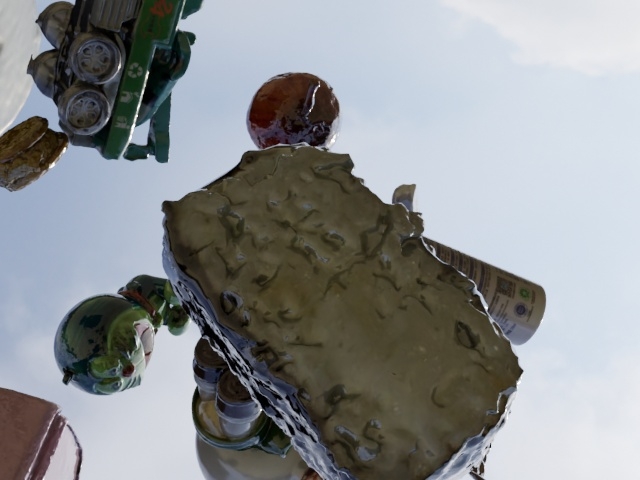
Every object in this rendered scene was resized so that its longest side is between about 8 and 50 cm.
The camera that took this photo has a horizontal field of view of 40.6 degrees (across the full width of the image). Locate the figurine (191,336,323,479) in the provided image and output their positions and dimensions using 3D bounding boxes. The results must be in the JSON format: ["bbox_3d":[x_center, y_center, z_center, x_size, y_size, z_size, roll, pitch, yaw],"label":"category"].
[{"bbox_3d":[-0.086,0.237,1.105,0.167,0.370,0.281,-33,-119,-16],"label":"figurine"}]

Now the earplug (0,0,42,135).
[{"bbox_3d":[-0.698,-0.328,1.376,0.394,0.312,0.312,10,-145,12],"label":"earplug"}]

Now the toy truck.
[{"bbox_3d":[-0.236,-0.267,1.058,0.178,0.363,0.176,2,-154,-34],"label":"toy truck"}]

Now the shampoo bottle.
[{"bbox_3d":[0.136,0.044,1.107,0.303,0.092,0.092,21,-145,-12],"label":"shampoo bottle"}]

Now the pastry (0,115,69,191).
[{"bbox_3d":[-0.349,-0.103,1.020,0.057,0.097,0.109,51,-144,-29],"label":"pastry"}]

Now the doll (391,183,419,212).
[{"bbox_3d":[0.000,0.000,0.933,0.217,0.183,0.085,-1,-134,7],"label":"doll"}]

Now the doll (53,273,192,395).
[{"bbox_3d":[-0.400,0.185,1.719,0.186,0.198,0.322,16,-147,21],"label":"doll"}]

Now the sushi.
[{"bbox_3d":[0.023,0.074,0.712,0.196,0.182,0.343,-39,-105,-12],"label":"sushi"}]

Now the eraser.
[{"bbox_3d":[-0.432,0.402,1.125,0.122,0.272,0.359,13,-121,4],"label":"eraser"}]

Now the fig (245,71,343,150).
[{"bbox_3d":[-0.021,-0.163,1.124,0.150,0.128,0.128,-9,-163,41],"label":"fig"}]
